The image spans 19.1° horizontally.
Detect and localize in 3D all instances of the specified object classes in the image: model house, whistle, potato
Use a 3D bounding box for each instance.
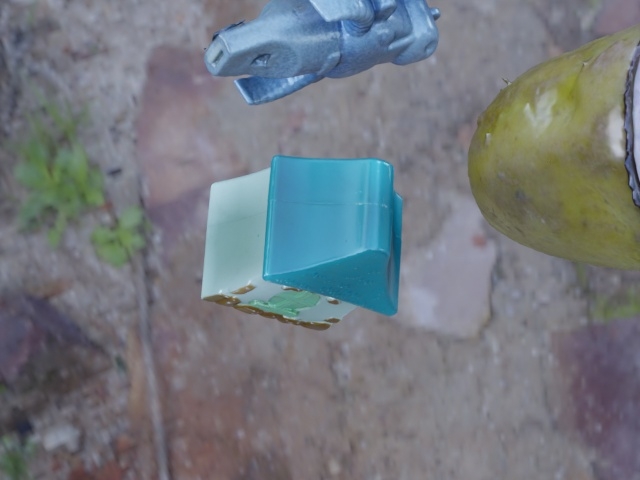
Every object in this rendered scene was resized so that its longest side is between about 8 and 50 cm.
[{"bbox_3d":[0.000,0.000,1.437,0.149,0.127,0.100,-21,60,49],"label":"model house"},{"bbox_3d":[0.009,-0.194,1.793,0.269,0.180,0.093,-18,77,-34],"label":"whistle"},{"bbox_3d":[0.241,-0.071,1.616,0.266,0.229,0.229,-3,43,53],"label":"potato"}]
